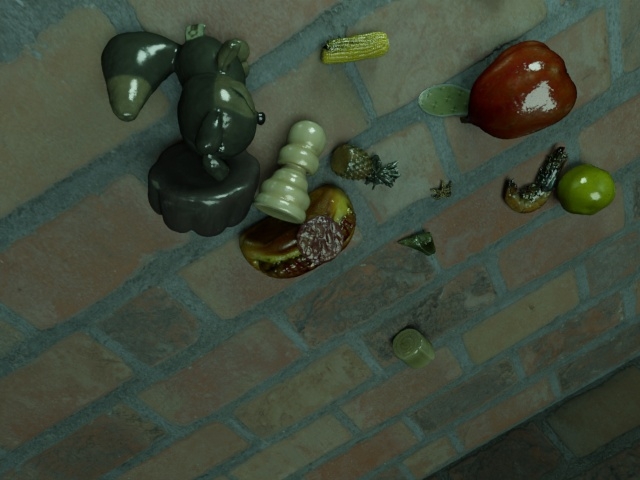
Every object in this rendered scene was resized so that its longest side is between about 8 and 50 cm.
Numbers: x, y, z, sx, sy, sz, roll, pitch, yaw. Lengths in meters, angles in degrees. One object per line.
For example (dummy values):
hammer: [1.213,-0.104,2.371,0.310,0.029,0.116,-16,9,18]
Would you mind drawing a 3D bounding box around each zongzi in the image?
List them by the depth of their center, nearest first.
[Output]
zongzi: [0.382,0.032,1.698,0.131,0.062,0.154,-15,143,16]

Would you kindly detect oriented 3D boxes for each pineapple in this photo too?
pineapple: [0.156,-0.233,1.427,0.252,0.125,0.125,10,117,-34]

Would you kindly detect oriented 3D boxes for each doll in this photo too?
doll: [-0.333,-0.332,1.086,0.379,0.381,0.252,-4,156,1]

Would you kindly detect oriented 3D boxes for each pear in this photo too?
pear: [1.020,-0.192,1.670,0.198,0.198,0.198,-8,122,-13]

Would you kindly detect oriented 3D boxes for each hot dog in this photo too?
hot dog: [-0.059,-0.007,1.418,0.405,0.223,0.185,-30,122,1]

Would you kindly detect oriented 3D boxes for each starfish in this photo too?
starfish: [0.451,-0.183,1.588,0.091,0.028,0.078,-42,121,4]

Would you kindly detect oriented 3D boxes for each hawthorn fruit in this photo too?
hawthorn fruit: [0.607,-0.449,1.319,0.312,0.295,0.294,-26,125,-13]

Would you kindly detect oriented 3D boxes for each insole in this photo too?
insole: [0.468,-0.455,1.440,0.323,0.007,0.109,3,120,-18]

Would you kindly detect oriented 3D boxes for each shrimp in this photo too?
shrimp: [0.817,-0.232,1.657,0.223,0.054,0.290,6,122,-21]

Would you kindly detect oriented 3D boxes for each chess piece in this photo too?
chess piece: [-0.076,-0.214,1.282,0.167,0.167,0.299,24,82,-28]

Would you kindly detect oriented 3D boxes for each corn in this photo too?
corn: [0.098,-0.545,1.229,0.203,0.072,0.071,-14,124,-8]

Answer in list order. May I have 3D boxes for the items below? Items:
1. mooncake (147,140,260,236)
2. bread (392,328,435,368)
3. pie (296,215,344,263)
mooncake: [-0.320,-0.151,1.200,0.307,0.306,0.154,1,134,-18]
bread: [0.412,0.479,1.919,0.148,0.133,0.141,-33,130,18]
pie: [0.000,0.000,1.291,0.155,0.036,0.154,-4,101,-21]
